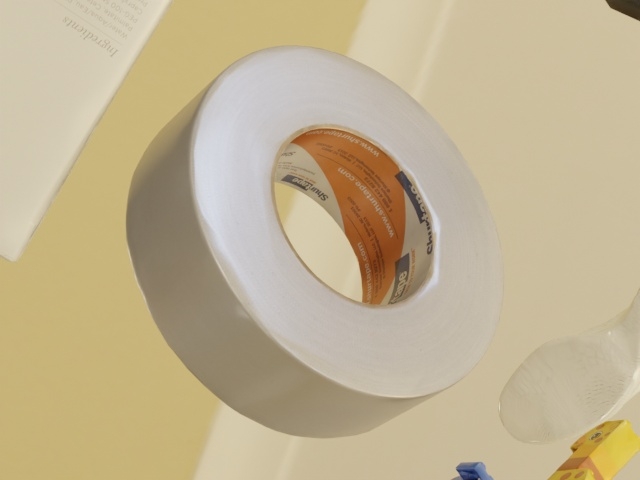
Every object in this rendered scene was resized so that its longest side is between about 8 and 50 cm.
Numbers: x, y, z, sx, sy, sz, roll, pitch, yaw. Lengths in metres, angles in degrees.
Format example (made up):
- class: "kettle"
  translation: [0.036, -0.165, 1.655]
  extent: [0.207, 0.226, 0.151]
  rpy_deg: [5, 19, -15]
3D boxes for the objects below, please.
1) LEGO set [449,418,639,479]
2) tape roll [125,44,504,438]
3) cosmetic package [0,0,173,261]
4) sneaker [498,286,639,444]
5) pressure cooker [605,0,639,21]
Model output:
- class: "LEGO set"
  translation: [0.136, 0.152, 0.902]
  extent: [0.093, 0.087, 0.227]
  rpy_deg: [-38, -167, -30]
- class: "tape roll"
  translation: [0.000, 0.000, 0.939]
  extent: [0.072, 0.219, 0.219]
  rpy_deg: [-35, -135, 44]
- class: "cosmetic package"
  translation: [-0.198, -0.134, 0.914]
  extent: [0.225, 0.138, 0.224]
  rpy_deg: [-61, -150, -3]
- class: "sneaker"
  translation: [0.243, 0.096, 1.323]
  extent: [0.212, 0.094, 0.080]
  rpy_deg: [-37, -111, 9]
- class: "pressure cooker"
  translation: [0.263, -0.131, 0.375]
  extent: [0.370, 0.375, 0.421]
  rpy_deg: [-111, -155, -55]
